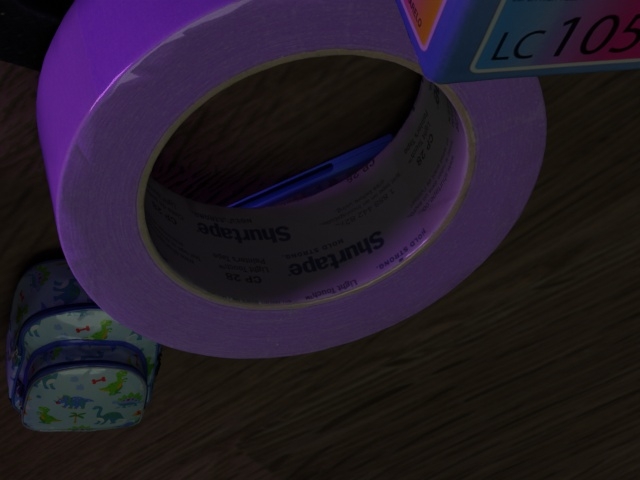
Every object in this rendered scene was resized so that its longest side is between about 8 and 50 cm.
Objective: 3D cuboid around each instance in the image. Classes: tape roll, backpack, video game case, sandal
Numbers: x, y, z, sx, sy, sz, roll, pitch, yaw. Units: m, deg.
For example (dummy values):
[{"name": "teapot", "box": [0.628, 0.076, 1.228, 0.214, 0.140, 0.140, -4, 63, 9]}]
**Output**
[{"name": "tape roll", "box": [-0.017, -0.057, 0.876, 0.274, 0.090, 0.275, -11, 137, -10]}, {"name": "backpack", "box": [-0.155, 0.071, 1.035, 0.105, 0.084, 0.114, 0, 136, -14]}, {"name": "video game case", "box": [0.000, 0.000, 1.033, 0.166, 0.015, 0.119, -23, 138, 16]}, {"name": "sandal", "box": [-0.177, -0.129, 0.839, 0.067, 0.040, 0.179, -31, 150, 31]}]

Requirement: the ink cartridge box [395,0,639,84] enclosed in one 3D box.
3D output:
[{"name": "ink cartridge box", "box": [0.192, -0.250, 0.614, 0.270, 0.151, 0.395, -7, 145, -20]}]
